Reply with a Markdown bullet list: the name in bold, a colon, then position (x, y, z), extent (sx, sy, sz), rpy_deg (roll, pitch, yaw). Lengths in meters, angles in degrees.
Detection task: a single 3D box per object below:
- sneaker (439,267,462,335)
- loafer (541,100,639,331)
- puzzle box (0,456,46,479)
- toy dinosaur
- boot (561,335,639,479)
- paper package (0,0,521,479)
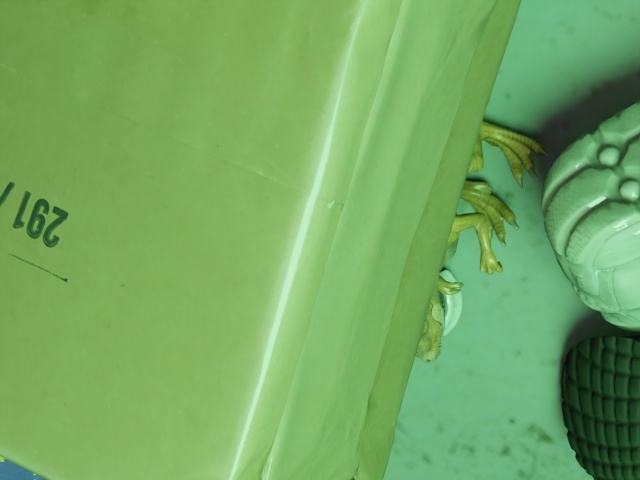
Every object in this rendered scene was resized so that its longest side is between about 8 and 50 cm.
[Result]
- **sneaker**: position (0.000, 0.000, 0.861), extent (0.170, 0.075, 0.063), rpy_deg (40, 110, 2)
- **loafer**: position (0.263, -0.053, 0.776), extent (0.319, 0.112, 0.111), rpy_deg (-25, 133, 14)
- **puzzle box**: position (-0.177, 0.244, 0.947), extent (0.272, 0.052, 0.409), rpy_deg (5, 105, -2)
- **toy dinosaur**: position (0.052, -0.043, 0.834), extent (0.064, 0.112, 0.212), rpy_deg (-48, 47, 45)
- **boot**: position (0.245, 0.083, 0.799), extent (0.161, 0.246, 0.083), rpy_deg (-3, 88, -29)
- **paper package**: position (-0.098, -0.060, 0.754), extent (0.324, 0.168, 0.310), rpy_deg (20, 98, 25)
